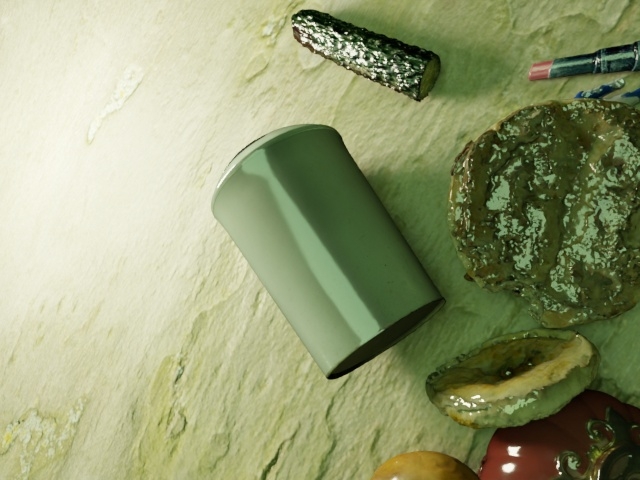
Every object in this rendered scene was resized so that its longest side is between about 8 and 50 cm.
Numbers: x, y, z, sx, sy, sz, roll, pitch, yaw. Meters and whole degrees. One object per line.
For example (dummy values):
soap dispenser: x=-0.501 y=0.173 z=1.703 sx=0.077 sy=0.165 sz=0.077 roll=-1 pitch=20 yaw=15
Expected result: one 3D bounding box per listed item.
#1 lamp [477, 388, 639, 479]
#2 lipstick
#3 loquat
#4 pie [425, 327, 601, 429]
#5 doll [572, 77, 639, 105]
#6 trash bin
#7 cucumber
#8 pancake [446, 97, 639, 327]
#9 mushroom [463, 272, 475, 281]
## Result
lamp: x=0.378 y=0.364 z=0.848 sx=0.303 sy=0.257 sz=0.303 roll=4 pitch=61 yaw=-8
lipstick: x=0.480 y=-0.303 z=1.032 sx=0.234 sy=0.053 sz=0.053 roll=-3 pitch=81 yaw=29
loquat: x=0.173 y=0.457 z=0.970 sx=0.238 sy=0.193 sz=0.238 roll=4 pitch=100 yaw=22
pie: x=0.287 y=0.203 z=0.922 sx=0.274 sy=0.274 sz=0.055 roll=-20 pitch=96 yaw=21
doll: x=0.472 y=-0.211 z=1.013 sx=0.227 sy=0.057 sz=0.113 roll=-8 pitch=83 yaw=21
trash bin: x=0.000 y=0.000 z=1.079 sx=0.280 sy=0.280 sz=0.432 roll=-38 pitch=72 yaw=15
cucumber: x=0.067 y=-0.387 z=1.204 sx=0.359 sy=0.096 sz=0.096 roll=31 pitch=95 yaw=24
pancake: x=0.388 y=-0.048 z=0.967 sx=0.382 sy=0.071 sz=0.382 roll=-1 pitch=86 yaw=9
mushroom: x=0.294 y=0.020 z=1.047 sx=0.088 sy=0.073 sz=0.129 roll=41 pitch=100 yaw=28
